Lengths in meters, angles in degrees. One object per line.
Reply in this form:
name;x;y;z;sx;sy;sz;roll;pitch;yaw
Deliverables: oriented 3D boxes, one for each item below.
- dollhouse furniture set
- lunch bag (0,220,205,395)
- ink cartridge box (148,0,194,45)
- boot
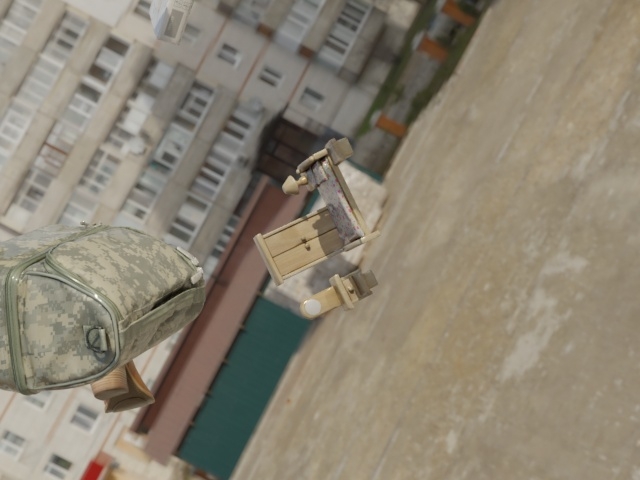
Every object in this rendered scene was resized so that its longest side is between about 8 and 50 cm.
dollhouse furniture set;0.000;0.000;1.981;0.174;0.303;0.355;-26;-3;-14
lunch bag;-0.336;0.094;1.489;0.305;0.256;0.212;-33;-54;-68
ink cartridge box;-0.293;-0.512;2.063;0.224;0.056;0.180;-115;44;-62
boot;-0.427;0.231;2.082;0.283;0.109;0.220;60;-167;-68
